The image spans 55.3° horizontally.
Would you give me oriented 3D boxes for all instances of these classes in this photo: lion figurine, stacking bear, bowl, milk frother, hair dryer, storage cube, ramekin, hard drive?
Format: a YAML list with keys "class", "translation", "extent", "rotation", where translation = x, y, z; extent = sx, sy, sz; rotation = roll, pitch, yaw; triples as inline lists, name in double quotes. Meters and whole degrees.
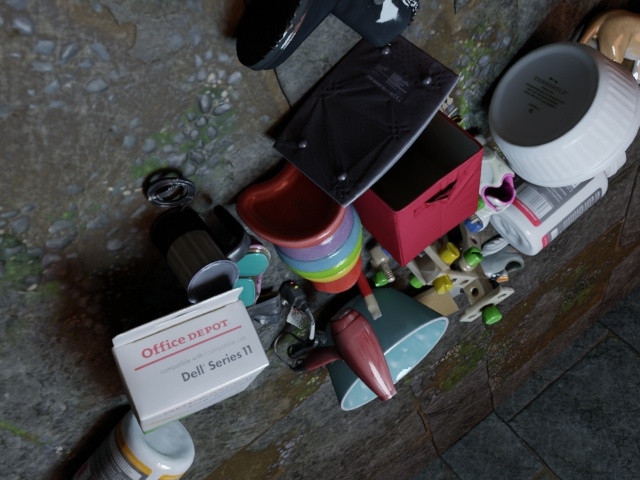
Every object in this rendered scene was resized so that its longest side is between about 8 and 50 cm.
- class: "lion figurine"
  translation: [0.664, -0.427, 1.281]
  extent: [0.392, 0.142, 0.240]
  rotation: [-17, 131, -26]
- class: "stacking bear"
  translation: [0.000, 0.000, 1.073]
  extent: [0.175, 0.164, 0.289]
  rotation: [-39, 150, -6]
- class: "bowl"
  translation: [0.123, 0.226, 1.399]
  extent: [0.311, 0.163, 0.312]
  rotation: [-33, 155, -18]
- class: "milk frother"
  translation: [-0.190, -0.004, 0.888]
  extent: [0.129, 0.135, 0.143]
  rotation: [-48, 145, 7]
- class: "hair dryer"
  translation: [0.034, 0.218, 1.234]
  extent: [0.080, 0.293, 0.224]
  rotation: [-34, 144, -38]
- class: "storage cube"
  translation: [0.147, -0.105, 1.051]
  extent: [0.183, 0.215, 0.193]
  rotation: [-37, 151, -10]
- class: "ramekin"
  translation: [0.445, -0.247, 1.157]
  extent: [0.127, 0.273, 0.273]
  rotation: [23, 111, -41]
- class: "hard drive"
  translation: [0.069, -0.185, 0.923]
  extent: [0.255, 0.172, 0.054]
  rotation: [-49, 161, -1]

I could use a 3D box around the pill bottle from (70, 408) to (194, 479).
- class: "pill bottle"
  translation: [-0.386, 0.468, 1.181]
  extent: [0.278, 0.162, 0.162]
  rotation: [-48, 145, 10]

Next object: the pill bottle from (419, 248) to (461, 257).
- class: "pill bottle"
  translation: [0.279, 0.042, 1.466]
  extent: [0.116, 0.065, 0.065]
  rotation: [-14, 136, -34]

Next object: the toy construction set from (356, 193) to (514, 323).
- class: "toy construction set"
  translation: [0.236, 0.080, 1.240]
  extent: [0.308, 0.237, 0.257]
  rotation: [-28, 158, 15]

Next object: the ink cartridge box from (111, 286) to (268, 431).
- class: "ink cartridge box"
  translation: [-0.210, 0.204, 0.977]
  extent: [0.207, 0.119, 0.353]
  rotation: [-21, 165, -21]

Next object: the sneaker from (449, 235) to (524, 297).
- class: "sneaker"
  translation: [0.425, 0.088, 1.623]
  extent: [0.271, 0.108, 0.100]
  rotation: [-30, 146, -15]

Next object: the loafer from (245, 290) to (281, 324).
- class: "loafer"
  translation: [-0.144, 0.123, 1.150]
  extent: [0.170, 0.062, 0.061]
  rotation: [4, 102, -48]

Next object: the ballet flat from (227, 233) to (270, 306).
- class: "ballet flat"
  translation: [-0.127, 0.038, 1.030]
  extent: [0.076, 0.079, 0.221]
  rotation: [2, 152, -8]

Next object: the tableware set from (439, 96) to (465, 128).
- class: "tableware set"
  translation: [0.234, -0.214, 1.181]
  extent: [0.104, 0.024, 0.154]
  rotation: [-45, 146, 5]

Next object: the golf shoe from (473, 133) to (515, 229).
- class: "golf shoe"
  translation: [0.354, -0.091, 1.332]
  extent: [0.115, 0.140, 0.306]
  rotation: [-38, 147, -8]

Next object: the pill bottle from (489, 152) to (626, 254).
- class: "pill bottle"
  translation: [0.568, -0.128, 1.470]
  extent: [0.318, 0.176, 0.176]
  rotation: [-40, 146, -3]

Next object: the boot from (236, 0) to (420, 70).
- class: "boot"
  translation: [0.026, -0.303, 0.814]
  extent: [0.207, 0.094, 0.247]
  rotation: [19, 107, -48]

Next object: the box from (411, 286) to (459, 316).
- class: "box"
  translation: [0.248, 0.189, 1.577]
  extent: [0.201, 0.021, 0.164]
  rotation: [-28, 146, 10]
